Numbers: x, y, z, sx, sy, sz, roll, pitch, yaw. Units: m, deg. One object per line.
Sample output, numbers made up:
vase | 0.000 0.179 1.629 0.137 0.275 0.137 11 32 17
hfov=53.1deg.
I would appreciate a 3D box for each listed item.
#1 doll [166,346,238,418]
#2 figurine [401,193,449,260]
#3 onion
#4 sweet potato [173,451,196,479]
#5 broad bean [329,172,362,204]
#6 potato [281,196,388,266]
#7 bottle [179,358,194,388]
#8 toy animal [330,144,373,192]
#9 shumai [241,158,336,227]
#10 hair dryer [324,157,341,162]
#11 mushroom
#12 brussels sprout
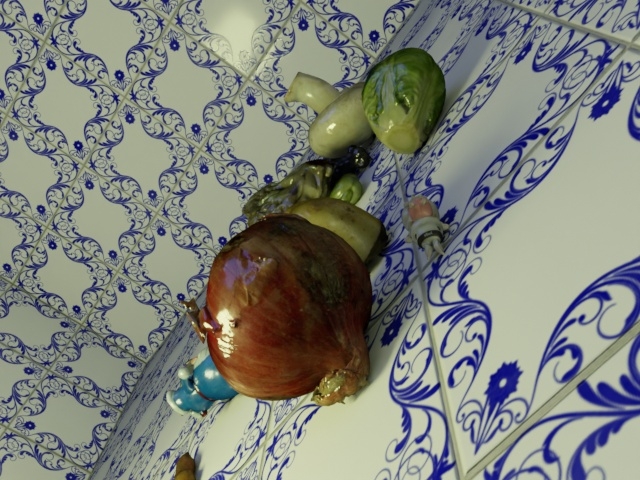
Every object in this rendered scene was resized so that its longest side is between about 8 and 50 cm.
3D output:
doll | -0.295 0.378 1.741 0.257 0.215 0.161 -39 55 19
figurine | 0.180 -0.029 1.169 0.081 0.098 0.146 -39 15 16
onion | -0.067 0.124 1.161 0.353 0.353 0.353 -52 13 17
sweet potato | -0.352 0.603 1.659 0.065 0.051 0.218 -60 12 -4
broad bean | 0.078 -0.144 1.937 0.124 0.082 0.174 -54 2 5
potato | 0.000 0.000 1.493 0.242 0.242 0.285 -58 12 -12
bottle | -0.410 0.460 2.123 0.110 0.110 0.233 -56 13 -1
toy animal | 0.044 -0.211 2.167 0.343 0.106 0.168 -45 15 28
shumai | -0.093 -0.138 2.027 0.346 0.217 0.283 53 126 54
hair dryer | 0.110 -0.351 2.414 0.248 0.070 0.114 -47 11 -3
mushroom | 0.058 -0.417 2.236 0.315 0.356 0.315 175 90 -71
brussels sprout | 0.215 -0.359 1.672 0.219 0.210 0.271 -16 52 38
